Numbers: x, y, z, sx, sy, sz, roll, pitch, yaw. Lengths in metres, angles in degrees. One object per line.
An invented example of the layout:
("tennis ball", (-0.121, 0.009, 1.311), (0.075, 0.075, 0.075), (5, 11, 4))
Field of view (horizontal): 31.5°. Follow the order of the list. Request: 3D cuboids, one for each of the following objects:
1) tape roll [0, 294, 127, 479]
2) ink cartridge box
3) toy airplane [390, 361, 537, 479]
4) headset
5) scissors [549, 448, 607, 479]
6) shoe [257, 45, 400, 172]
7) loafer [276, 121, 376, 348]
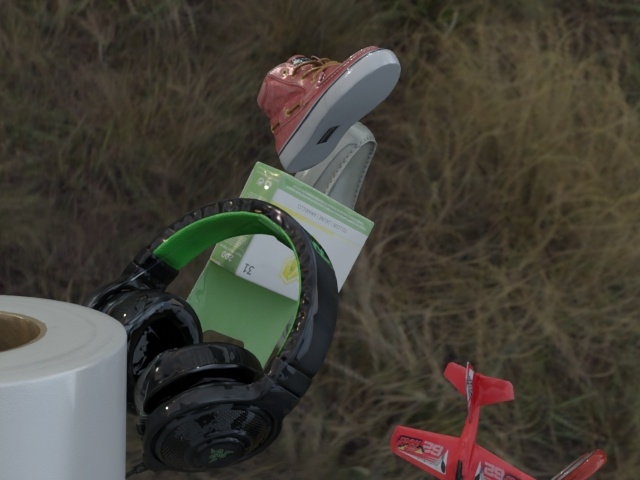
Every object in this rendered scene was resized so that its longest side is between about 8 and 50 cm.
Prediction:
("tape roll", (-0.262, 0.146, 0.814), (0.246, 0.246, 0.169), (-1, 101, -16))
("ink cartridge box", (-0.056, 0.050, 1.257), (0.171, 0.056, 0.235), (27, 89, -48))
("toy airplane", (0.126, 0.169, 0.975), (0.028, 0.151, 0.151), (-19, 81, -48))
("headset", (-0.159, 0.124, 1.065), (0.394, 0.243, 0.185), (-53, 139, -3))
("scissors", (0.187, 0.307, 1.170), (0.297, 0.109, 0.021), (-35, 79, -20))
("shoe", (0.000, -0.134, 0.982), (0.063, 0.178, 0.081), (-16, 73, -33))
("loafer", (0.000, 0.000, 1.463), (0.111, 0.319, 0.112), (36, 25, 25))
